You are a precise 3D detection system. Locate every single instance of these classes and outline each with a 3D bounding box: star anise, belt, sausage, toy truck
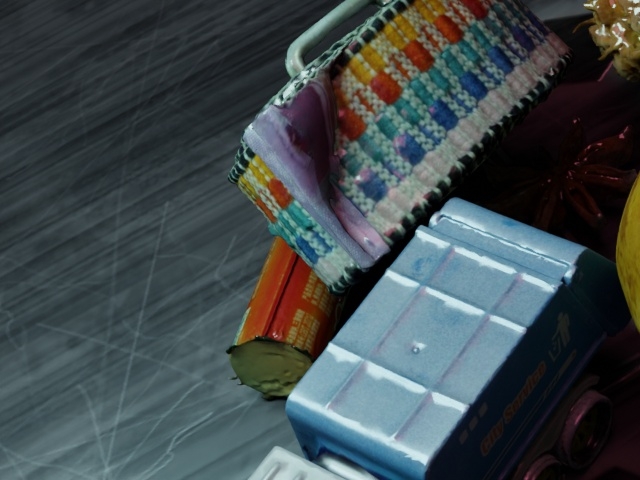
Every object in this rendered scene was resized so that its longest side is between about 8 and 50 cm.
[{"bbox_3d":[0.188,-0.041,1.546,0.141,0.042,0.141,-16,33,11],"label":"star anise"},{"bbox_3d":[0.045,-0.095,1.477,0.160,0.207,0.295,46,56,1],"label":"belt"},{"bbox_3d":[0.000,0.000,1.567,0.083,0.083,0.264,1,49,24],"label":"sausage"},{"bbox_3d":[0.072,0.136,1.344,0.146,0.175,0.367,21,61,33],"label":"toy truck"}]

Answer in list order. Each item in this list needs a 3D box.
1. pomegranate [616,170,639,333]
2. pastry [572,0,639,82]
[{"bbox_3d":[0.321,0.011,1.309,0.264,0.264,0.264,-12,46,13],"label":"pomegranate"},{"bbox_3d":[0.324,-0.186,1.545,0.274,0.193,0.275,-3,25,1],"label":"pastry"}]
